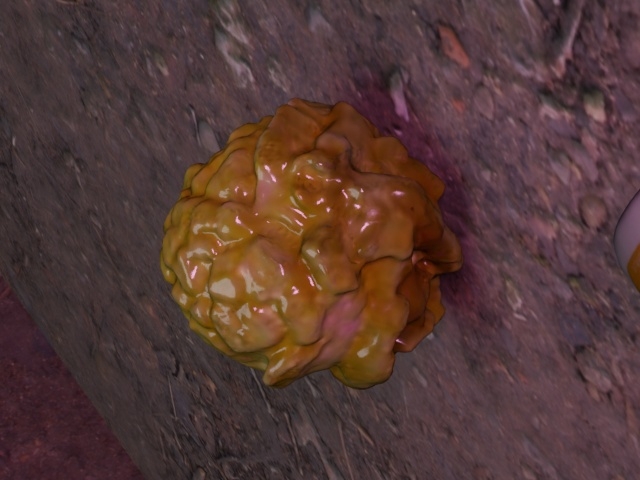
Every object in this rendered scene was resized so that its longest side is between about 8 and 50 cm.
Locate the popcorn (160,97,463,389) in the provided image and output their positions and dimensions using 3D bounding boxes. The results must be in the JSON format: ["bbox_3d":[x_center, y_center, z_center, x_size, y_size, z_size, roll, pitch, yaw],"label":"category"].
[{"bbox_3d":[0.000,0.000,1.557,0.259,0.259,0.212,52,143,25],"label":"popcorn"}]

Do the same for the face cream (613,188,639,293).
[{"bbox_3d":[0.289,0.082,1.146,0.291,0.071,0.144,55,159,15],"label":"face cream"}]
